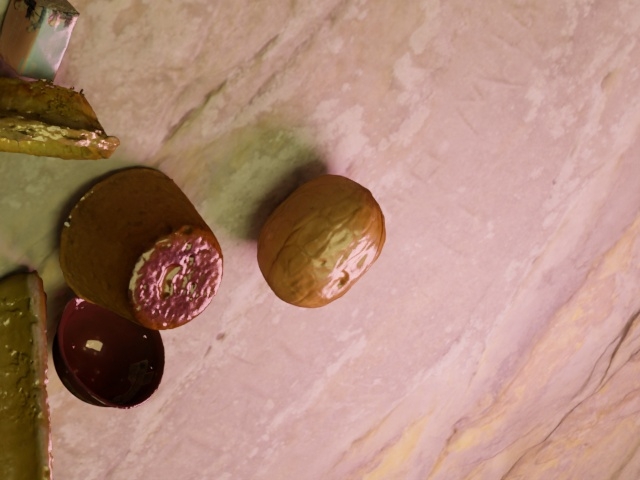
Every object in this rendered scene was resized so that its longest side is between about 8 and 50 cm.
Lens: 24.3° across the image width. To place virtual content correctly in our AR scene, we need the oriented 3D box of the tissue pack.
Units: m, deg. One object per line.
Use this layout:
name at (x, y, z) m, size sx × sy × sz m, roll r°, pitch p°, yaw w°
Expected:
tissue pack at (-0.328, -0.240, 1.721) m, size 0.058 × 0.074 × 0.094 m, roll 3°, pitch 121°, yaw -43°

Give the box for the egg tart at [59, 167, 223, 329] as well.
egg tart at (-0.225, 0.021, 1.934) m, size 0.202 × 0.147 × 0.203 m, roll -17°, pitch 122°, yaw -29°

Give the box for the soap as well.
soap at (-0.461, 0.219, 2.037) m, size 0.169 × 0.304 × 0.339 m, roll -2°, pitch 86°, yaw -27°

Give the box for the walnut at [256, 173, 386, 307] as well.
walnut at (0.000, 0.000, 2.088) m, size 0.197 × 0.165 × 0.165 m, roll -43°, pitch 138°, yaw 16°

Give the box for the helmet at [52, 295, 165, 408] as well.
helmet at (-0.311, 0.156, 2.033) m, size 0.175 × 0.155 × 0.106 m, roll 40°, pitch 141°, yaw -27°

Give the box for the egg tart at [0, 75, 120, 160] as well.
egg tart at (-0.339, -0.140, 1.730) m, size 0.212 × 0.212 × 0.090 m, roll 6°, pitch 89°, yaw -38°
